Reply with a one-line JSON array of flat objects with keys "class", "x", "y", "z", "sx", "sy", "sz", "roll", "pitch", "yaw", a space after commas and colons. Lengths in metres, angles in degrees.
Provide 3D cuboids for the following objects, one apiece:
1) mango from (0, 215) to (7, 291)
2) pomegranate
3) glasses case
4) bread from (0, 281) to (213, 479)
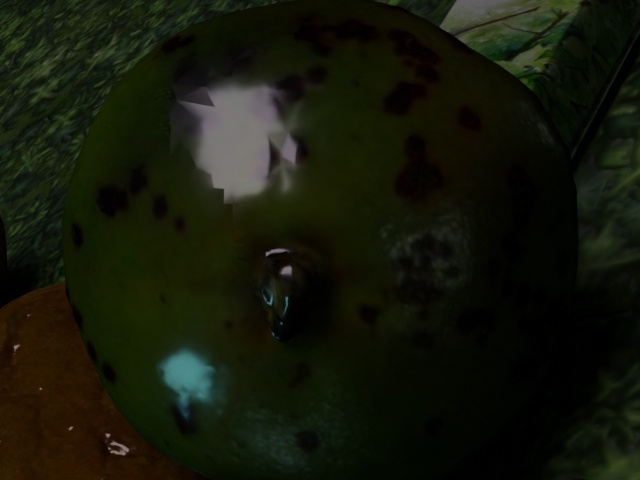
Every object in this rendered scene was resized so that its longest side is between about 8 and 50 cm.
[{"class": "mango", "x": -0.312, "y": 0.050, "z": 0.933, "sx": 0.151, "sy": 0.156, "sz": 0.248, "roll": 29, "pitch": 64, "yaw": 22}, {"class": "pomegranate", "x": 0.000, "y": 0.000, "z": 0.594, "sx": 0.211, "sy": 0.211, "sz": 0.263, "roll": -37, "pitch": 5, "yaw": 5}, {"class": "glasses case", "x": 0.126, "y": -0.120, "z": 0.749, "sx": 0.095, "sy": 0.062, "sz": 0.272, "roll": 3, "pitch": 49, "yaw": 43}, {"class": "bread", "x": -0.088, "y": 0.122, "z": 0.619, "sx": 0.124, "sy": 0.084, "sz": 0.344, "roll": -10, "pitch": 29, "yaw": -17}]
